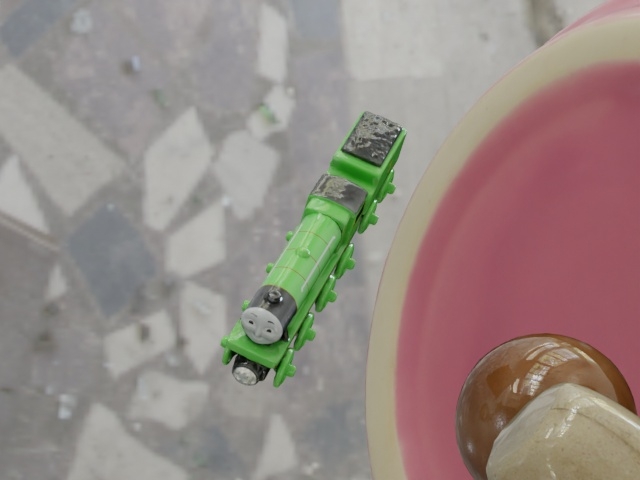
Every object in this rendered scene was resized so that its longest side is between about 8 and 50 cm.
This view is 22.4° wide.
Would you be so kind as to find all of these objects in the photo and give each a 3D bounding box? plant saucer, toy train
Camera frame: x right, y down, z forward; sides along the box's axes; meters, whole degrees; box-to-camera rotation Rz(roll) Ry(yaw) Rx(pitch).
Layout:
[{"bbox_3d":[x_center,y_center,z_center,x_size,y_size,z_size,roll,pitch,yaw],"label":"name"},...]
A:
[{"bbox_3d":[0.124,0.044,0.611,0.084,0.332,0.332,15,77,-35],"label":"plant saucer"},{"bbox_3d":[0.000,0.000,0.363,0.083,0.017,0.024,-60,171,-46],"label":"toy train"}]

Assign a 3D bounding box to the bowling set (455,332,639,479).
[{"bbox_3d":[0.083,0.121,0.416,0.154,0.287,0.200,40,50,-5],"label":"bowling set"}]
